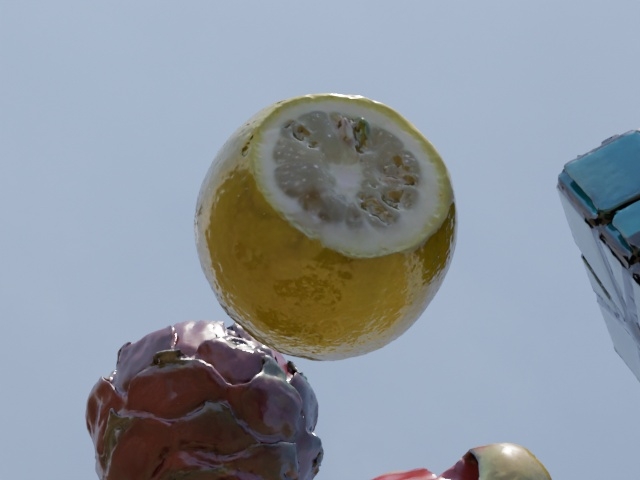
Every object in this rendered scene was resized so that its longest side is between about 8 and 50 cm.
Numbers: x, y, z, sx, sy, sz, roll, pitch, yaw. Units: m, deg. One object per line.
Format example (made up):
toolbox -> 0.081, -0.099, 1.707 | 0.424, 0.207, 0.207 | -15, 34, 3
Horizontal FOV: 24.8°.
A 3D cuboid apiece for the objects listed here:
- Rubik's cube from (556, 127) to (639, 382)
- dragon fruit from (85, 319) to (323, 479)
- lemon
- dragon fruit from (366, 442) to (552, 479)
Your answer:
Rubik's cube -> 0.430, 0.033, 1.402 | 0.283, 0.288, 0.293 | -29, -54, 1
dragon fruit -> -0.149, 0.260, 1.917 | 0.329, 0.329, 0.329 | 17, -47, 19
lemon -> 0.000, 0.000, 1.351 | 0.240, 0.240, 0.219 | 30, -40, 6
dragon fruit -> 0.057, 0.237, 0.824 | 0.228, 0.243, 0.307 | 18, -22, 13
